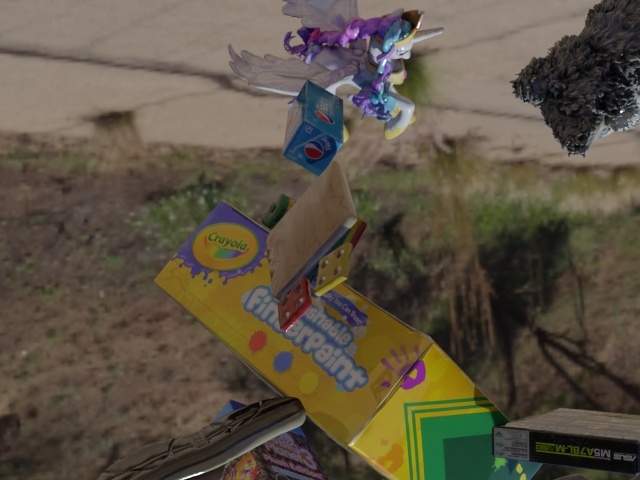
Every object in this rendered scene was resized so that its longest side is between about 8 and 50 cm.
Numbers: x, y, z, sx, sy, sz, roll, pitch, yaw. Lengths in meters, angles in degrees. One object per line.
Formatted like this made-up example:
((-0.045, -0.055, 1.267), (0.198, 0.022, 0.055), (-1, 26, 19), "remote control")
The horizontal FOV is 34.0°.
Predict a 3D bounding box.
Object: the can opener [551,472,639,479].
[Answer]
((0.278, 0.215, 0.913), (0.280, 0.093, 0.074), (-40, 154, 23), "can opener")

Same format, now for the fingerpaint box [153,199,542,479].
((0.033, 0.177, 1.423), (0.444, 0.163, 0.371), (33, 170, 44), "fingerpaint box")

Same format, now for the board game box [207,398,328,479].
((-0.093, 0.404, 1.381), (0.141, 0.291, 0.232), (28, 110, -40), "board game box")

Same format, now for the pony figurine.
((0.033, -0.325, 1.895), (0.350, 0.303, 0.363), (13, 155, 5), "pony figurine")

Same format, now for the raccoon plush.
((0.411, -0.326, 1.427), (0.299, 0.216, 0.446), (-28, 136, -8), "raccoon plush")

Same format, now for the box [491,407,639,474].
((0.334, 0.240, 1.269), (0.190, 0.045, 0.184), (-1, 177, 38), "box")

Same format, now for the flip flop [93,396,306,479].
((-0.137, 0.252, 1.124), (0.277, 0.080, 0.112), (-23, -170, -13), "flip flop")

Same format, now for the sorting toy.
((0.000, 0.000, 1.184), (0.046, 0.132, 0.274), (33, -159, -23), "sorting toy")

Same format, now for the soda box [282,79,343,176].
((-0.010, -0.178, 1.630), (0.071, 0.067, 0.210), (29, -158, -12), "soda box")
